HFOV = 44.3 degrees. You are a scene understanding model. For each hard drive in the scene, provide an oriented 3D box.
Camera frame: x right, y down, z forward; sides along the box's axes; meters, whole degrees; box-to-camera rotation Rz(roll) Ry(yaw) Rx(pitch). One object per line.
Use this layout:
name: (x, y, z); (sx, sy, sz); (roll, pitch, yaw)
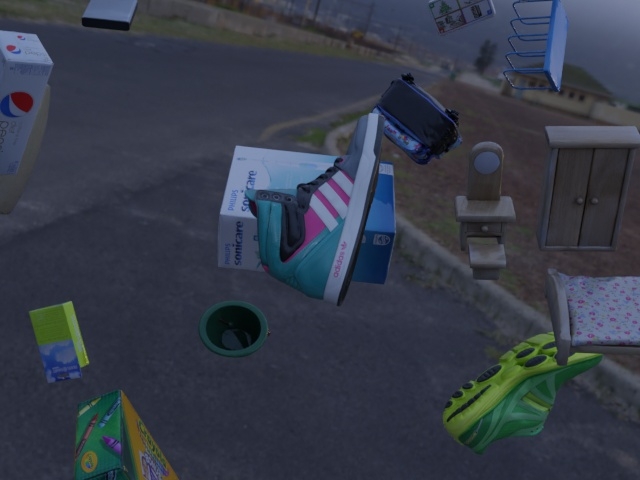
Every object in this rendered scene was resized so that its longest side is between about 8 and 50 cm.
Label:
hard drive: (-0.435, -0.472, 1.630); (0.094, 0.022, 0.135); (4, 35, -7)

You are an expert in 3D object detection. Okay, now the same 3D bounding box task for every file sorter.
file sorter: (0.468, -0.424, 1.712); (0.105, 0.170, 0.118); (4, -10, 29)

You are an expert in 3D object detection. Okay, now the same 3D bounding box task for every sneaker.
sneaker: (0.352, 0.259, 1.347); (0.123, 0.296, 0.109); (54, 8, -19)
sneaker: (-0.016, -0.064, 1.135); (0.179, 0.295, 0.123); (14, -20, 6)

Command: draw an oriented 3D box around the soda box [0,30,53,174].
soda box: (-0.463, -0.196, 1.151); (0.069, 0.216, 0.074); (-5, 50, -44)

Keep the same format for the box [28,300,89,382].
box: (-0.620, 0.242, 1.871); (0.109, 0.178, 0.042); (-13, 4, 22)

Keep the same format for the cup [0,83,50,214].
cup: (-0.629, -0.239, 1.413); (0.331, 0.237, 0.331); (37, -1, 1)

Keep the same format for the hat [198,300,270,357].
hat: (-0.228, 0.279, 2.136); (0.209, 0.183, 0.172); (1, 55, -9)

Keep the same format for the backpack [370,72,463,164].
backpack: (0.192, -0.219, 1.509); (0.158, 0.117, 0.173); (44, 7, 20)

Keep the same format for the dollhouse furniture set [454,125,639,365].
dollhouse furniture set: (0.319, 0.018, 0.924); (0.304, 0.173, 0.355); (1, 34, 6)

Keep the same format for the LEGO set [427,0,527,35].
LEGO set: (0.229, -0.381, 0.962); (0.244, 0.182, 0.060); (-18, 34, 20)

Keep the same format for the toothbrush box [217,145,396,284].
toothbrush box: (-0.022, -0.049, 1.398); (0.296, 0.126, 0.216); (6, 39, -3)

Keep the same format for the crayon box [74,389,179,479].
crayon box: (-0.314, 0.405, 1.314); (0.081, 0.278, 0.165); (-19, 38, -1)
